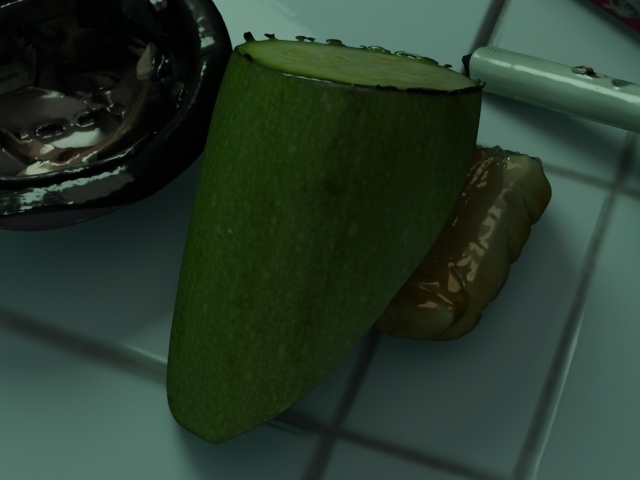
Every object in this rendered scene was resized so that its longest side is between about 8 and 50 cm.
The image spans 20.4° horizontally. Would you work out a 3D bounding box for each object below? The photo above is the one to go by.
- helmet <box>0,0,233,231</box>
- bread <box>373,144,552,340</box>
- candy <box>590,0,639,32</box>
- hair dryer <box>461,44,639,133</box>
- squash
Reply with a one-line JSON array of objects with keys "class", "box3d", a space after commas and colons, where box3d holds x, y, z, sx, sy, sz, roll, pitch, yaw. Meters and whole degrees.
[{"class": "helmet", "box3d": [-0.179, -0.099, 1.273, 0.253, 0.154, 0.198, -28, 71, 10]}, {"class": "bread", "box3d": [0.084, -0.007, 1.244, 0.119, 0.084, 0.177, 23, 66, 17]}, {"class": "candy", "box3d": [0.286, -0.228, 1.326, 0.157, 0.100, 0.306, -43, 60, -17]}, {"class": "hair dryer", "box3d": [0.199, -0.091, 1.281, 0.236, 0.131, 0.073, 19, 24, 31]}, {"class": "squash", "box3d": [0.000, 0.000, 1.214, 0.189, 0.189, 0.260, 11, 103, 8]}]
